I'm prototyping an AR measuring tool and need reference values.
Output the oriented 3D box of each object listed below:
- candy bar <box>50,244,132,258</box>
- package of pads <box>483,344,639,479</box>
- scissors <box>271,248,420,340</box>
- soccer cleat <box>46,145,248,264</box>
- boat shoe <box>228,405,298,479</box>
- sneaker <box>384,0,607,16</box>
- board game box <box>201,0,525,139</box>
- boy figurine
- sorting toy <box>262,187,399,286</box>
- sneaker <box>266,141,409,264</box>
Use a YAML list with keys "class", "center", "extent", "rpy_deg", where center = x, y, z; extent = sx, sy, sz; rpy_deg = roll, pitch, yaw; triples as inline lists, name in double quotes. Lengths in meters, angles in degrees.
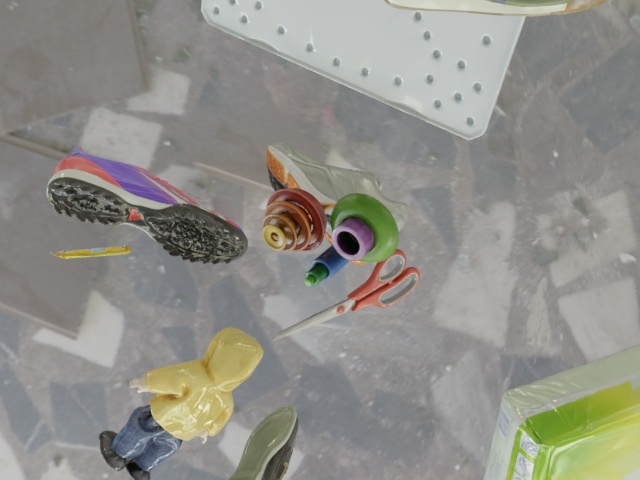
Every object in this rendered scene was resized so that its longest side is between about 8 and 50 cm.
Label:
- class: "candy bar"
  center: [-0.461, 0.024, 1.778]
  extent: [0.040, 0.161, 0.018]
  rpy_deg: [10, 103, 59]
- class: "package of pads"
  center: [0.337, 0.254, 1.070]
  extent: [0.101, 0.296, 0.229]
  rpy_deg: [-130, 35, -48]
- class: "scissors"
  center: [0.053, 0.122, 1.574]
  extent: [0.297, 0.109, 0.021]
  rpy_deg: [-36, 39, -12]
- class: "soccer cleat"
  center: [-0.259, -0.059, 1.380]
  extent: [0.318, 0.116, 0.108]
  rpy_deg: [19, 132, -12]
- class: "boat shoe"
  center: [-0.096, 0.394, 1.544]
  extent: [0.081, 0.228, 0.068]
  rpy_deg: [-5, 127, 37]
- class: "sneaker"
  center: [0.141, -0.235, 0.714]
  extent: [0.192, 0.064, 0.086]
  rpy_deg: [4, 136, 15]
- class: "board game box"
  center: [0.060, -0.353, 0.944]
  extent: [0.390, 0.050, 0.390]
  rpy_deg: [27, 129, 18]
- class: "boy figurine"
  center: [-0.210, 0.241, 1.342]
  extent: [0.285, 0.177, 0.092]
  rpy_deg: [-45, 36, 5]
- class: "sorting toy"
  center: [0.000, 0.000, 0.595]
  extent: [0.102, 0.042, 0.061]
  rpy_deg: [11, 125, 32]
- class: "sneaker"
  center: [0.024, -0.074, 1.331]
  extent: [0.121, 0.099, 0.262]
  rpy_deg: [-33, 59, -23]
